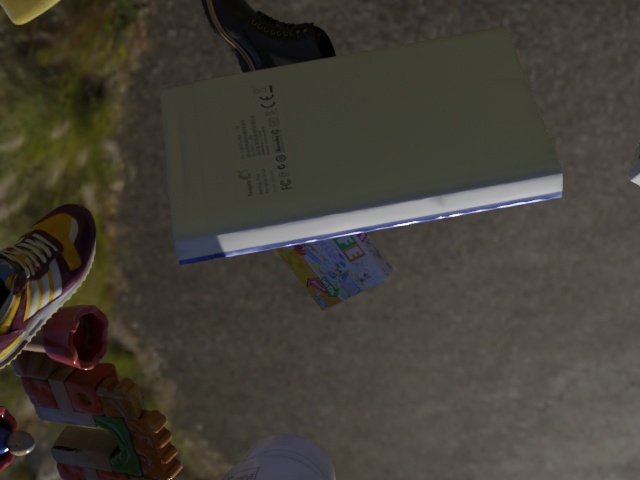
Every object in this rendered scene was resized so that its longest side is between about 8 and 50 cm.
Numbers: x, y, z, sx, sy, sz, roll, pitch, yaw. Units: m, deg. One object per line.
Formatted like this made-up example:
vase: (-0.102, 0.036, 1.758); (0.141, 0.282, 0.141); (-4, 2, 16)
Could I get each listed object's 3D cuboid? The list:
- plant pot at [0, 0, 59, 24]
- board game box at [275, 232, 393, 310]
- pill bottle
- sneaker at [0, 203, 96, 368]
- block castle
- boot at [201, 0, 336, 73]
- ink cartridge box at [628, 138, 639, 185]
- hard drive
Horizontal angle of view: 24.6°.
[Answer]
plant pot: (-0.302, -0.406, 1.728); (0.187, 0.212, 0.212); (1, 130, 53)
board game box: (0.000, 0.000, 1.739); (0.103, 0.026, 0.154); (-29, 106, 33)
pill bottle: (-0.051, 0.285, 1.435); (0.131, 0.131, 0.229); (12, -159, 5)
sneaker: (-0.266, 0.030, 1.324); (0.069, 0.185, 0.084); (22, 153, 17)
block castle: (-0.341, 0.332, 1.949); (0.213, 0.303, 0.453); (3, 125, 28)
boot: (-0.065, -0.296, 2.001); (0.137, 0.077, 0.198); (-17, 117, 38)
ink cartridge box: (0.544, -0.188, 1.942); (0.117, 0.207, 0.283); (27, 156, -5)
hard drive: (0.027, -0.087, 1.267); (0.319, 0.210, 0.040); (-10, 133, -1)
